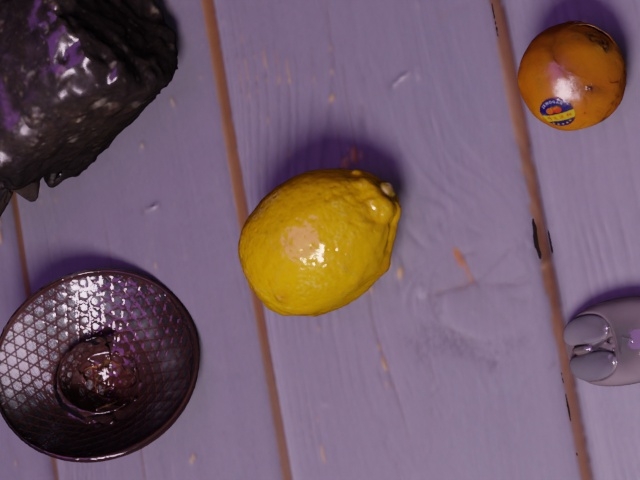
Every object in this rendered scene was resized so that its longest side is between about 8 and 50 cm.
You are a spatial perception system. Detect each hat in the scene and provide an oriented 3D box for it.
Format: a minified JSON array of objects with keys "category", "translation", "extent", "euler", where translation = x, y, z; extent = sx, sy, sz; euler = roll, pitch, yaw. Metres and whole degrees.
[{"category":"hat","translation":[-0.202,0.128,1.369],"extent":[0.193,0.082,0.193],"euler":[-2,61,4]}]

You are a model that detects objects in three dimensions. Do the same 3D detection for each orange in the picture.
[{"category":"orange","translation":[0.189,-0.123,1.103],"extent":[0.083,0.083,0.084],"euler":[0,91,33]}]

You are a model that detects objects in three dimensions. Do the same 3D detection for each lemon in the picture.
[{"category":"lemon","translation":[0.000,0.000,1.210],"extent":[0.155,0.114,0.114],"euler":[-33,73,25]}]

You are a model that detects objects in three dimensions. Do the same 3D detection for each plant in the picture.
[{"category":"plant","translation":[-0.286,-0.117,1.359],"extent":[0.320,0.181,0.194],"euler":[-33,78,31]}]

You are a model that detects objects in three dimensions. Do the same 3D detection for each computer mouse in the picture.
[{"category":"computer mouse","translation":[0.224,0.076,1.104],"extent":[0.096,0.039,0.066],"euler":[-14,83,33]}]
